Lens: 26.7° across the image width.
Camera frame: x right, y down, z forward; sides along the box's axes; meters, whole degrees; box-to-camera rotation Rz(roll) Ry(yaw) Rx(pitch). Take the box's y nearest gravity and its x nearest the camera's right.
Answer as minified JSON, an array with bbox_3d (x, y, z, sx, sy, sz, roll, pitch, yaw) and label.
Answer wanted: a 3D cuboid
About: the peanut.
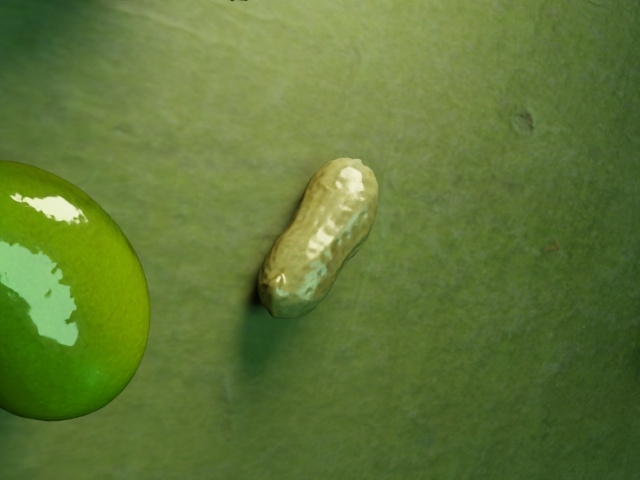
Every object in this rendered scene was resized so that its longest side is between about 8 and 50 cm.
[{"bbox_3d":[0.000,0.000,1.542,0.214,0.099,0.099,-59,140,-27],"label":"peanut"}]

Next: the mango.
[{"bbox_3d":[-0.246,0.038,1.174,0.185,0.149,0.273,-47,130,-32],"label":"mango"}]
